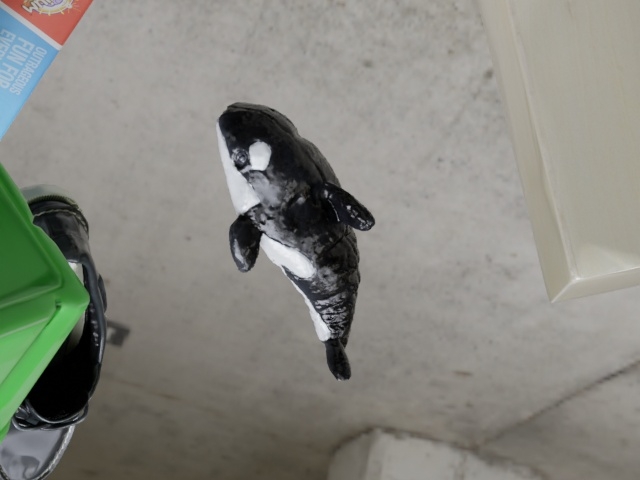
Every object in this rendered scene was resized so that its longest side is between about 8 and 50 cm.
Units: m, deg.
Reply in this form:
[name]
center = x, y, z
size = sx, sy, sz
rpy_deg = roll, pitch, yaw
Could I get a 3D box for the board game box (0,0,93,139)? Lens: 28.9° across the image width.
[board game box]
center = -0.231, -0.272, 1.086
size = 0.064, 0.316, 0.242
rpy_deg = 25, 139, -22

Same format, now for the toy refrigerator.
[toy refrigerator]
center = 0.140, -0.112, 0.652
size = 0.094, 0.269, 0.102
rpy_deg = -12, 169, 2

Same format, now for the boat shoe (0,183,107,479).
[boat shoe]
center = -0.261, 0.120, 1.166
size = 0.127, 0.113, 0.340
rpy_deg = -2, 122, -36

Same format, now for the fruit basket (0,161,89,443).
[fruit basket]
center = -0.380, 0.030, 0.825
size = 0.392, 0.392, 0.283
rpy_deg = 0, -171, 21

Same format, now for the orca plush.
[orca plush]
center = 0.000, 0.000, 1.159
size = 0.102, 0.151, 0.287
rpy_deg = 0, 111, 37
